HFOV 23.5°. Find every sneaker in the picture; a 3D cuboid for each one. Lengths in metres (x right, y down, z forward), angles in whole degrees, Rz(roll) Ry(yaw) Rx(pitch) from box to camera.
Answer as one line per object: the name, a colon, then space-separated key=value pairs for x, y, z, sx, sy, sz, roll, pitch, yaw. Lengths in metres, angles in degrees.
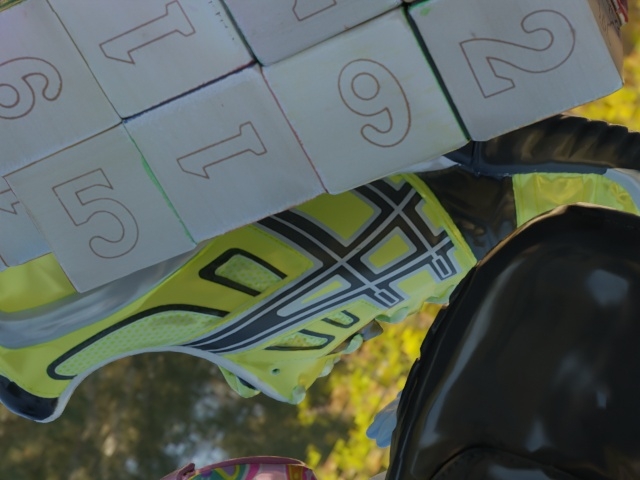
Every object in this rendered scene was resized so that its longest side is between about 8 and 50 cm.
sneaker: x=0.000 y=0.000 z=0.789 sx=0.384 sy=0.147 sz=0.145 roll=-4 pitch=-171 yaw=-16
sneaker: x=0.045 y=0.132 z=0.406 sx=0.109 sy=0.286 sz=0.130 roll=14 pitch=-173 yaw=11

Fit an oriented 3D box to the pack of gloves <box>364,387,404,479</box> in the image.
pack of gloves: x=0.121 y=0.100 z=1.073 sx=0.046 sy=0.232 sz=0.195 roll=58 pitch=-166 yaw=-16

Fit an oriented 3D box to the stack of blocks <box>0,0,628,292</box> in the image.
stack of blocks: x=-0.058 y=-0.067 z=0.495 sx=0.087 sy=0.297 sz=0.171 roll=61 pitch=-158 yaw=-23

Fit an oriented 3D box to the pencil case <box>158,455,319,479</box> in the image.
pencil case: x=-0.040 y=0.272 z=0.900 sx=0.124 sy=0.284 sz=0.124 roll=-6 pitch=157 yaw=-3
